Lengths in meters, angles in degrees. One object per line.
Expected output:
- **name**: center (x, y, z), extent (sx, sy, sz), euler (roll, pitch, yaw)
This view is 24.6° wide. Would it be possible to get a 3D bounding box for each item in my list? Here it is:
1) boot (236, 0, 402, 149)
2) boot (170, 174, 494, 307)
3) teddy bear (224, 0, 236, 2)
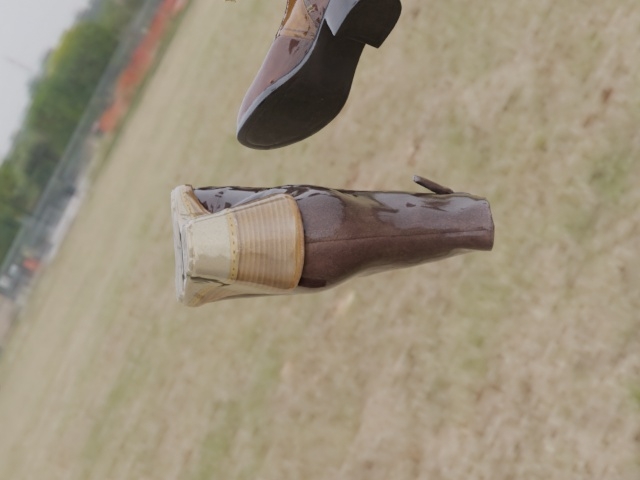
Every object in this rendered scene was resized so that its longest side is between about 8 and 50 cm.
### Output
- **boot**: center (-0.037, -0.273, 1.661), extent (0.264, 0.096, 0.280), euler (-56, 38, 33)
- **boot**: center (0.000, 0.000, 1.050), extent (0.248, 0.207, 0.090), euler (-165, 72, -80)
- **teddy bear**: center (-0.184, -0.434, 1.864), extent (0.338, 0.113, 0.245), euler (56, 154, 28)
